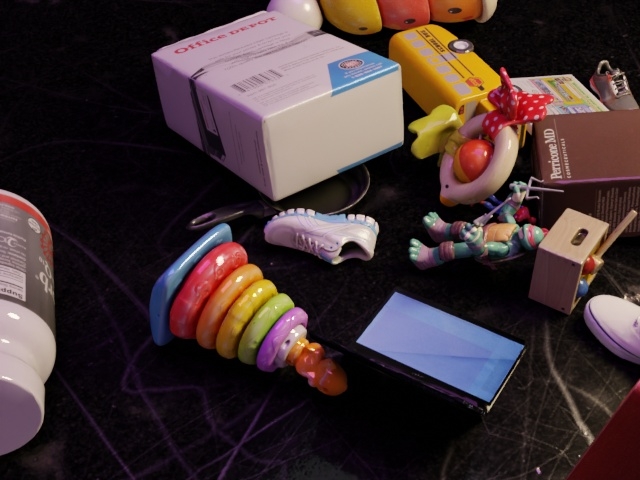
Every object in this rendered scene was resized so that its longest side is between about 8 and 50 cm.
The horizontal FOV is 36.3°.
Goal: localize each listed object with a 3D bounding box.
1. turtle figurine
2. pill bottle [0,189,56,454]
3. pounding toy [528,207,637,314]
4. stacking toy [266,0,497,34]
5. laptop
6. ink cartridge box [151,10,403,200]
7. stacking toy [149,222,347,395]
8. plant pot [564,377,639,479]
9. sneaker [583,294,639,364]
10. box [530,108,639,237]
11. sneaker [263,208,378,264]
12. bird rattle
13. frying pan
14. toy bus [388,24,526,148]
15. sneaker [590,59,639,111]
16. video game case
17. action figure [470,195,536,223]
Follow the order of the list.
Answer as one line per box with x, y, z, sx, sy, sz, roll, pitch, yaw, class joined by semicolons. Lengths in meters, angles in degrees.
0.262;-0.013;1.528;0.234;0.118;0.175;-11;14;36;turtle figurine
-0.480;0.110;1.368;0.210;0.210;0.363;-9;43;-9;pill bottle
0.405;0.022;1.509;0.100;0.130;0.141;25;48;25;pounding toy
0.108;-0.554;2.088;0.479;0.351;0.351;-23;44;3;stacking toy
0.147;0.140;1.377;0.234;0.264;0.137;22;83;24;laptop
-0.082;-0.259;1.758;0.285;0.166;0.395;-25;38;-26;ink cartridge box
-0.083;0.127;1.406;0.301;0.175;0.166;32;49;16;stacking toy
0.490;0.241;1.192;0.235;0.267;0.267;36;53;18;plant pot
0.501;0.140;1.406;0.258;0.091;0.094;33;52;31;sneaker
0.551;-0.117;1.625;0.381;0.143;0.191;-5;43;9;box
0.000;0.000;1.588;0.190;0.071;0.083;1;48;2;sneaker
0.283;-0.160;1.673;0.253;0.143;0.207;-14;59;42;bird rattle
-0.050;-0.061;1.665;0.197;0.053;0.326;24;48;27;frying pan
0.262;-0.290;1.872;0.130;0.108;0.333;-17;45;-17;toy bus
0.575;-0.298;1.908;0.061;0.065;0.158;-12;43;-12;sneaker
0.454;-0.251;1.868;0.193;0.023;0.212;-7;41;-21;video game case
0.316;-0.053;1.668;0.115;0.030;0.038;23;51;27;action figure
